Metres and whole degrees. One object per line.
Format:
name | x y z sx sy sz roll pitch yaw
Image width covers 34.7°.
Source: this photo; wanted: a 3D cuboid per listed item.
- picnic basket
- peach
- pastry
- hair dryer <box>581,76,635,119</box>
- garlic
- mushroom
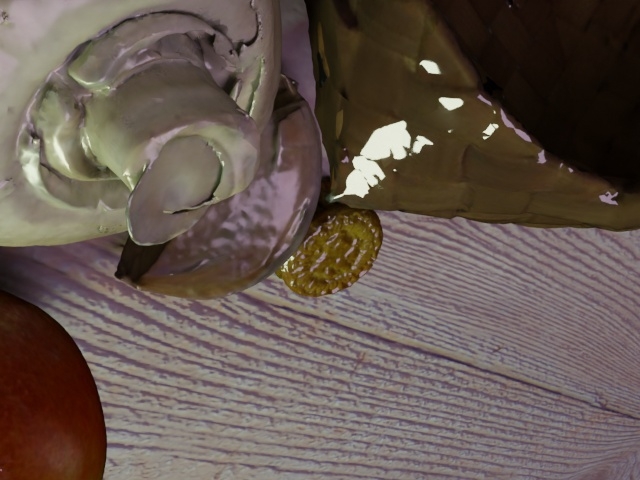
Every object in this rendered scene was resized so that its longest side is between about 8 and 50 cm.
picnic basket | 0.181 -0.156 0.576 0.337 0.293 0.337 -8 171 -1
peach | -0.257 0.130 0.661 0.231 0.231 0.231 -23 143 -18
pastry | 0.000 0.000 0.853 0.109 0.057 0.097 -8 135 -36
hair dryer | 0.254 -0.194 0.798 0.255 0.128 0.070 -55 142 8
garlic | -0.056 -0.026 0.755 0.101 0.087 0.195 26 116 -38
mushroom | -0.113 -0.091 0.530 0.246 0.202 0.246 -33 152 -20
